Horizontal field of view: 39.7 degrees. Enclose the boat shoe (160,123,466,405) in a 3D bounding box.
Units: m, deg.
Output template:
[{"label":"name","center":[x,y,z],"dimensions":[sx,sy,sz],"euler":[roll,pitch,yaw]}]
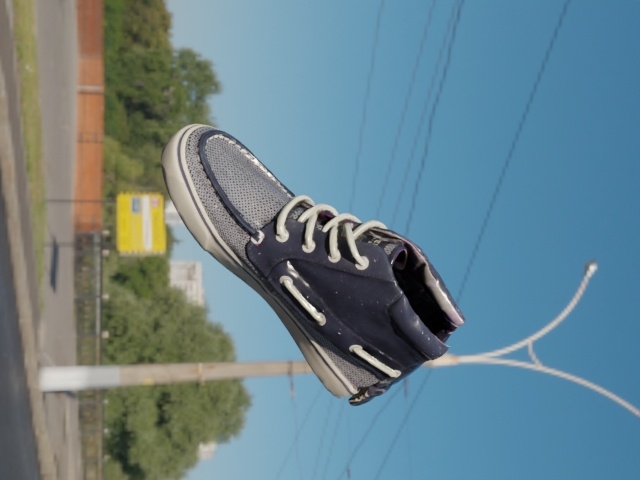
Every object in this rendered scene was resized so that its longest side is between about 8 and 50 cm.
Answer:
[{"label":"boat shoe","center":[0.000,0.000,0.872],"dimensions":[0.158,0.340,0.127],"euler":[-31,-166,42]}]
